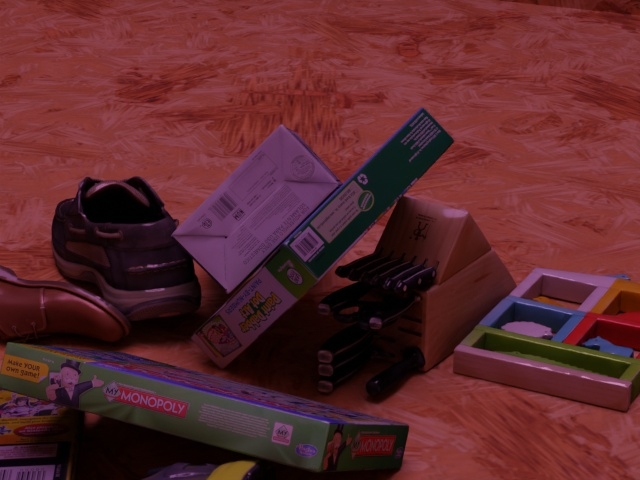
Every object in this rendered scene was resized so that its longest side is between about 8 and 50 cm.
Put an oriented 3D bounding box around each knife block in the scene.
[{"bbox_3d":[0.098,0.090,1.683,0.088,0.242,0.276,16,-18,30],"label":"knife block"}]

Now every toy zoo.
[{"bbox_3d":[0.289,0.094,1.716,0.192,0.030,0.293,12,25,26],"label":"toy zoo"}]

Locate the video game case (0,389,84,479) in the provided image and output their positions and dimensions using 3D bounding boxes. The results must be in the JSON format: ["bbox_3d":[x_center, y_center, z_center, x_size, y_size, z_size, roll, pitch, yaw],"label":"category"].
[{"bbox_3d":[-0.361,0.196,1.448,0.275,0.035,0.248,-2,22,-4],"label":"video game case"}]

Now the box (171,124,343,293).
[{"bbox_3d":[-0.062,-0.037,1.730,0.087,0.169,0.290,45,2,-1],"label":"box"}]

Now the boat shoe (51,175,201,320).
[{"bbox_3d":[-0.228,-0.014,1.827,0.132,0.130,0.355,-9,18,-26],"label":"boat shoe"}]

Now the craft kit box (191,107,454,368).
[{"bbox_3d":[0.000,0.000,1.621,0.250,0.061,0.246,-45,3,-35],"label":"craft kit box"}]

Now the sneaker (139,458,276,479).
[{"bbox_3d":[-0.140,0.257,1.229,0.121,0.111,0.300,2,13,22],"label":"sneaker"}]

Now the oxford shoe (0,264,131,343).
[{"bbox_3d":[-0.308,0.085,1.708,0.212,0.076,0.076,12,55,18],"label":"oxford shoe"}]

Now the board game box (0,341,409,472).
[{"bbox_3d":[-0.101,0.151,1.420,0.317,0.046,0.213,12,-3,22],"label":"board game box"}]
